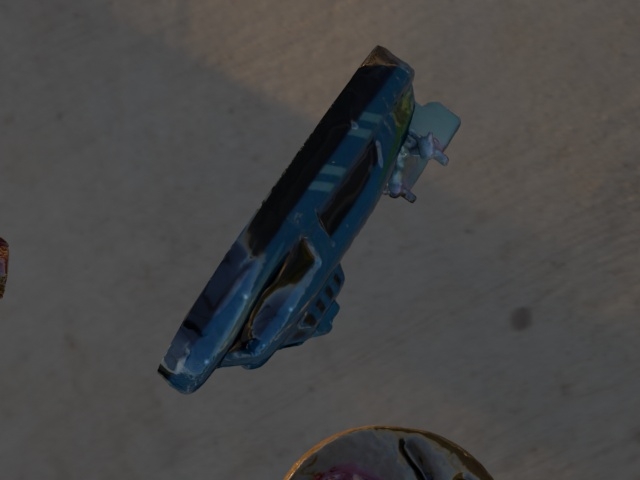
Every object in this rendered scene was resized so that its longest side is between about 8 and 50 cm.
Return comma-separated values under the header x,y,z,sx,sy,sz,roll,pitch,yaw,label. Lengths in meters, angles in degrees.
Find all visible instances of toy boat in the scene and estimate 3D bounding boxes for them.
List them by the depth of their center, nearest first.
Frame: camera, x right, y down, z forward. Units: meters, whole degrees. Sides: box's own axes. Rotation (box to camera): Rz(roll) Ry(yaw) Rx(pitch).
x,y,z,sx,sy,sz,roll,pitch,yaw,label
0.000,0.000,1.117,0.092,0.299,0.134,34,142,-1,toy boat

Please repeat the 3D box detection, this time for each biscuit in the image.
x,y,z,sx,sy,sz,roll,pitch,yaw,label
0.041,0.368,1.678,0.314,0.063,0.367,14,78,-13,biscuit

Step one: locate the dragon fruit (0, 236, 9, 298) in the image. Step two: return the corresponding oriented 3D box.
x,y,z,sx,sy,sz,roll,pitch,yaw,label
-0.265,0.023,0.968,0.133,0.166,0.136,-176,80,-72,dragon fruit
